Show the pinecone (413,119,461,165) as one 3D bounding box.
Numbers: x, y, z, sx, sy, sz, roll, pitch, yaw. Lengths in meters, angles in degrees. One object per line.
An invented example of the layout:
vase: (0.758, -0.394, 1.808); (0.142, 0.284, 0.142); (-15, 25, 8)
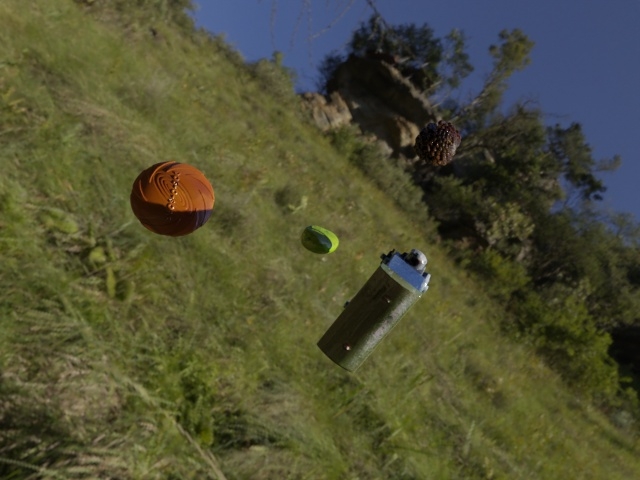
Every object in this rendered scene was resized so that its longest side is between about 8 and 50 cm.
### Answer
pinecone: (0.192, -0.163, 1.137); (0.083, 0.077, 0.077); (5, -59, 55)

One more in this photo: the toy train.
toy train: (0.131, 0.153, 1.544); (0.131, 0.202, 0.299); (37, -62, 3)

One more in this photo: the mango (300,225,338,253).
mango: (0.000, 0.000, 1.648); (0.073, 0.108, 0.056); (56, -51, 29)

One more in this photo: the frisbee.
frisbee: (-0.342, -0.101, 1.564); (0.192, 0.192, 0.035); (54, -23, 9)
